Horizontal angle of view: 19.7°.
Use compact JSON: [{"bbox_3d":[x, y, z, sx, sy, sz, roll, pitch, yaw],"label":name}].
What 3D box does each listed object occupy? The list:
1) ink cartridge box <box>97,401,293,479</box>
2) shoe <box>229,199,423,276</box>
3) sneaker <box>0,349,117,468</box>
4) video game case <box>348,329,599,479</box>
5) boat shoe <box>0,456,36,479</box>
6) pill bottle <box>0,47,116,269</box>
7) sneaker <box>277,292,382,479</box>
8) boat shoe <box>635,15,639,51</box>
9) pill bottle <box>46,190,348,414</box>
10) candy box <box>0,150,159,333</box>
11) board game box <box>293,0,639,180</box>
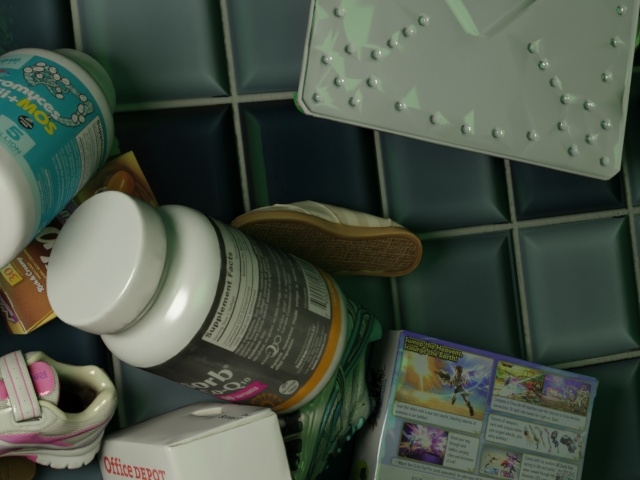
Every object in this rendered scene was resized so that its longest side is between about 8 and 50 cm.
[{"bbox_3d":[-0.101,0.312,1.781,0.122,0.211,0.289,-16,93,-27],"label":"ink cartridge box"},{"bbox_3d":[0.000,0.000,1.948,0.219,0.058,0.076,7,115,-24],"label":"shoe"},{"bbox_3d":[-0.297,0.151,1.711,0.252,0.111,0.103,-3,53,-41],"label":"sneaker"},{"bbox_3d":[0.163,0.242,2.013,0.270,0.061,0.244,16,81,-27],"label":"video game case"},{"bbox_3d":[-0.343,0.219,1.746,0.152,0.049,0.056,1,68,-40],"label":"boat shoe"},{"bbox_3d":[-0.284,-0.086,1.700,0.146,0.146,0.264,56,31,-14],"label":"pill bottle"},{"bbox_3d":[-0.001,0.188,1.904,0.122,0.110,0.283,22,80,-35],"label":"sneaker"},{"bbox_3d":[0.333,-0.209,2.146,0.045,0.050,0.135,30,71,-11],"label":"boat shoe"},{"bbox_3d":[-0.116,0.059,1.774,0.278,0.162,0.162,25,75,-42],"label":"pill bottle"},{"bbox_3d":[-0.244,0.002,1.812,0.187,0.053,0.109,-32,103,-25],"label":"candy box"},{"bbox_3d":[0.173,-0.288,2.037,0.390,0.050,0.389,11,82,-21],"label":"board game box"}]
